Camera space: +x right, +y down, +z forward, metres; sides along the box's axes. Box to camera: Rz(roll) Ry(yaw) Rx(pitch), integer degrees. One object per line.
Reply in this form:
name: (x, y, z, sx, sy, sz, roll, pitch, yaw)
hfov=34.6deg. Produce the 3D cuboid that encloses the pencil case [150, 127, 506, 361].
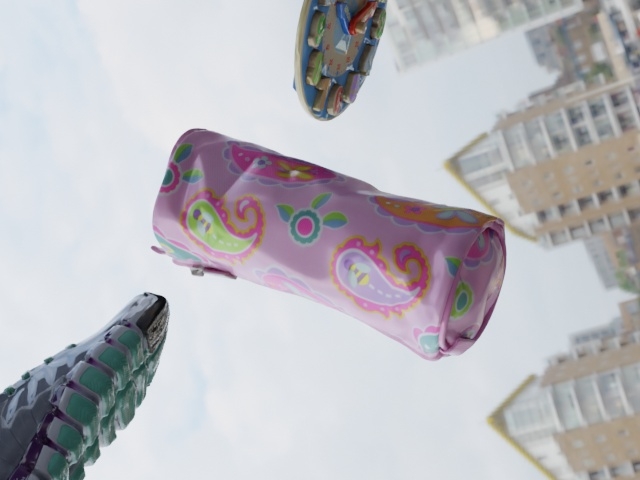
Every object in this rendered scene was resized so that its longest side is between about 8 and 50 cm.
pencil case: (0.000, 0.000, 0.808, 0.124, 0.284, 0.124, -43, -38, -46)

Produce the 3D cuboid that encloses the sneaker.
sneaker: (-0.174, 0.099, 0.617, 0.223, 0.098, 0.083, -60, -12, -45)

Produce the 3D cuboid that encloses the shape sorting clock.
shape sorting clock: (0.027, -0.224, 1.072, 0.206, 0.040, 0.206, -45, -37, -50)
